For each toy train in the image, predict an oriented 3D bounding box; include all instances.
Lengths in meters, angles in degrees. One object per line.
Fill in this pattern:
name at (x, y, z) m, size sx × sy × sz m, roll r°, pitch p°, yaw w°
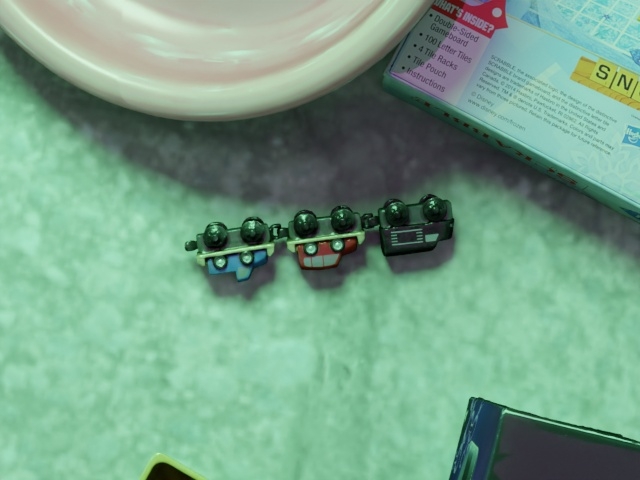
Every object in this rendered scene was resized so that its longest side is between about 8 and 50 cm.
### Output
toy train at (0.000, 0.000, 1.093) m, size 0.158 × 0.027 × 0.036 m, roll -7°, pitch 98°, yaw -2°

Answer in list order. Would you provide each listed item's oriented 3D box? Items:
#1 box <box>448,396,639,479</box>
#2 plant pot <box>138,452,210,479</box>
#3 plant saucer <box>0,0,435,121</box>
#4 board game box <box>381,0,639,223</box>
box at (0.101, 0.223, 1.003) m, size 0.103 × 0.184 × 0.261 m, roll 15°, pitch 87°, yaw 2°
plant pot at (-0.075, 0.170, 1.053) m, size 0.081 × 0.083 × 0.081 m, roll 30°, pitch 88°, yaw 1°
plant saucer at (-0.063, -0.234, 1.025) m, size 0.332 × 0.084 × 0.332 m, roll 6°, pitch 108°, yaw 17°
board game box at (0.247, -0.157, 1.084) m, size 0.319 × 0.066 × 0.318 m, roll 28°, pitch 87°, yaw 1°
